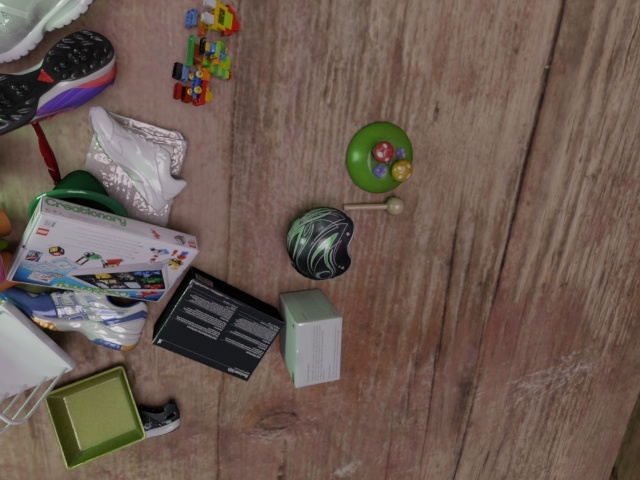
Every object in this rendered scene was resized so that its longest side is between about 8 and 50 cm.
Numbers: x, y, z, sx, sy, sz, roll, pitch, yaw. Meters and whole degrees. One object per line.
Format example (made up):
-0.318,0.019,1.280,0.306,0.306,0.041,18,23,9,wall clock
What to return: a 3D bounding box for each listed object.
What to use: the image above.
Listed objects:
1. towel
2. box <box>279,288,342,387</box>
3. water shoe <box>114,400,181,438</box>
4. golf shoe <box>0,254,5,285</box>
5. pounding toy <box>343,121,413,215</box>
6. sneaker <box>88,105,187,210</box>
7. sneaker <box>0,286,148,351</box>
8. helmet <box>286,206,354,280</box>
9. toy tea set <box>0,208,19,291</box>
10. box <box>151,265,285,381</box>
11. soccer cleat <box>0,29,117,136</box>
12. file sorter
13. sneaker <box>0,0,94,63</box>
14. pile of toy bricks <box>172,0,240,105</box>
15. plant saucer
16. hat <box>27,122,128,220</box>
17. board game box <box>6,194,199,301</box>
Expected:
-0.410,-0.121,0.915,0.187,0.049,0.283,13,103,-20,towel
-0.031,0.245,1.083,0.118,0.182,0.181,-4,109,-19,box
-0.469,0.473,1.089,0.203,0.073,0.080,-11,83,-12,water shoe
-0.664,0.035,0.746,0.306,0.115,0.140,24,133,18,golf shoe
0.164,-0.173,1.050,0.182,0.110,0.237,1,106,-18,pounding toy
-0.362,-0.179,0.850,0.115,0.090,0.232,-38,124,-12,sneaker
-0.542,0.144,0.944,0.296,0.112,0.131,25,77,-22,sneaker
0.000,0.000,1.025,0.169,0.169,0.162,-16,128,-13,helmet
-0.662,-0.061,0.823,0.199,0.124,0.336,20,123,11,toy tea set
-0.251,0.210,1.044,0.261,0.103,0.184,32,92,-24,box
-0.505,-0.254,0.750,0.108,0.116,0.318,45,66,-1,soccer cleat
-0.694,0.287,0.836,0.277,0.173,0.193,-24,116,17,file sorter
-0.512,-0.404,0.712,0.281,0.105,0.115,-19,140,20,sneaker
-0.228,-0.374,0.876,0.105,0.118,0.213,8,89,-49,pile of toy bricks
-0.542,0.424,1.023,0.188,0.045,0.188,-19,87,-12,plant saucer
-0.486,-0.119,0.857,0.172,0.184,0.209,-4,147,-17,hat
-0.436,0.034,0.865,0.305,0.053,0.193,19,125,-43,board game box
